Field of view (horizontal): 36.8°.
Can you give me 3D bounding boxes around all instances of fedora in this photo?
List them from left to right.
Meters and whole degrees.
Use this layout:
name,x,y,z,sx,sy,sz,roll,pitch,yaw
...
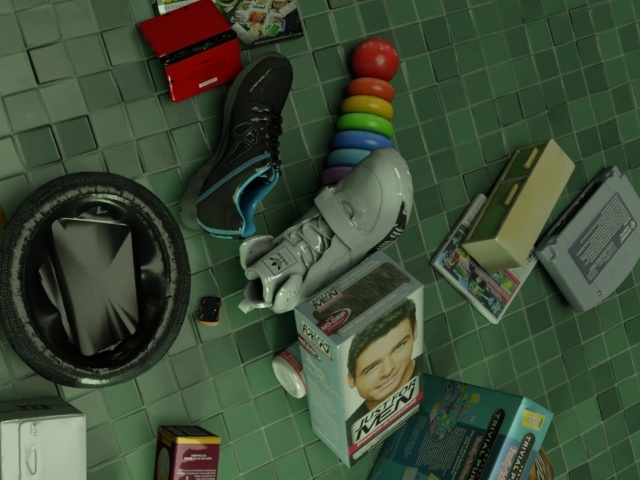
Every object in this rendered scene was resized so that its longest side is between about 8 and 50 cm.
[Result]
name,x,y,z,sx,sy,sz,roll,pitch,yaw
fedora,-0.368,0.061,1.522,0.334,0.152,0.334,0,89,-27

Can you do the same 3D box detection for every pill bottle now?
name,x,y,z,sx,sy,sz,roll,pitch,yaw
pill bottle,-0.003,0.207,1.746,0.160,0.087,0.087,-35,105,-23

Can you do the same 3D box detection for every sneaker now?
name,x,y,z,sx,sy,sz,roll,pitch,yaw
sneaker,-0.109,-0.157,1.645,0.125,0.139,0.341,30,81,-57
sneaker,0.000,0.000,1.595,0.210,0.366,0.137,-16,61,-44

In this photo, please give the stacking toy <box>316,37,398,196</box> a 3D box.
name,x,y,z,sx,sy,sz,roll,pitch,yaw
stacking toy,0.086,-0.214,1.768,0.141,0.141,0.330,14,81,-26

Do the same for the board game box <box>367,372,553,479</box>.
name,x,y,z,sx,sy,sz,roll,pitch,yaw
board game box,0.239,0.385,1.730,0.079,0.336,0.254,31,77,-24

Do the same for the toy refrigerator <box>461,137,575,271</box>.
name,x,y,z,sx,sy,sz,roll,pitch,yaw
toy refrigerator,0.392,-0.074,1.912,0.094,0.102,0.269,44,63,-20

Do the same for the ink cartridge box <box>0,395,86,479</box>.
name,x,y,z,sx,sy,sz,roll,pitch,yaw
ink cartridge box,-0.440,0.319,1.475,0.127,0.176,0.128,-1,91,-27

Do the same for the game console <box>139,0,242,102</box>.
name,x,y,z,sx,sy,sz,roll,pitch,yaw
game console,-0.219,-0.324,1.643,0.144,0.085,0.124,-28,134,-23

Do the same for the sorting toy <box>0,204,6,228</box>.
name,x,y,z,sx,sy,sz,roll,pitch,yaw
sorting toy,-0.598,0.043,1.455,0.365,0.127,0.126,-55,142,-13

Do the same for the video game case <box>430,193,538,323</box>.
name,x,y,z,sx,sy,sz,roll,pitch,yaw
video game case,0.338,0.037,1.954,0.201,0.023,0.183,43,72,-22

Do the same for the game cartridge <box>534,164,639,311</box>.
name,x,y,z,sx,sy,sz,roll,pitch,yaw
game cartridge,0.592,0.004,2.055,0.294,0.060,0.196,-44,105,-24

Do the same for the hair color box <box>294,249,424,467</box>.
name,x,y,z,sx,sy,sz,roll,pitch,yaw
hair color box,0.075,0.212,1.659,0.185,0.113,0.374,-34,142,-23

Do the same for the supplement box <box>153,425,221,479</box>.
name,x,y,z,sx,sy,sz,roll,pitch,yaw
supplement box,-0.230,0.414,1.623,0.080,0.104,0.188,6,87,-26

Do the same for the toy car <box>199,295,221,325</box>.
name,x,y,z,sx,sy,sz,roll,pitch,yaw
toy car,-0.228,0.136,1.671,0.122,0.060,0.040,-11,140,-10

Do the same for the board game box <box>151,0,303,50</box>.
name,x,y,z,sx,sy,sz,roll,pitch,yaw
board game box,-0.162,-0.399,1.694,0.259,0.030,0.136,-17,100,-26

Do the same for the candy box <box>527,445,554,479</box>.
name,x,y,z,sx,sy,sz,roll,pitch,yaw
candy box,0.374,0.461,1.828,0.087,0.316,0.183,-25,105,18
